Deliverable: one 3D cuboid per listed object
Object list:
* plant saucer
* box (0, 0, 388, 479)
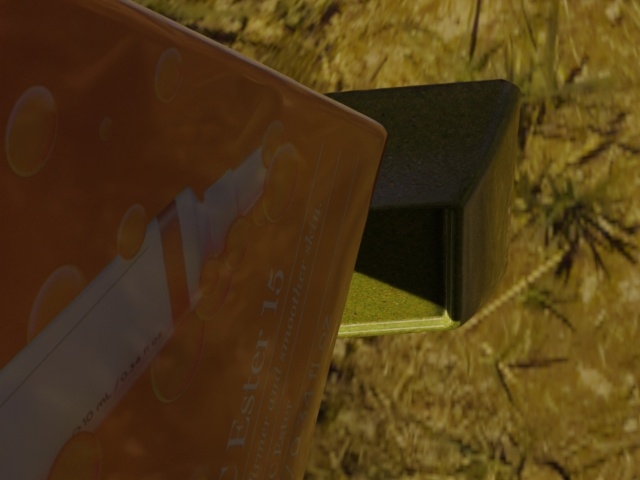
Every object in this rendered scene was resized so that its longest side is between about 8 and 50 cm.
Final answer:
[{"bbox_3d":[0.000,0.000,0.740,0.188,0.045,0.188,-4,151,2],"label":"plant saucer"},{"bbox_3d":[-0.134,0.028,0.422,0.168,0.345,0.215,14,90,23],"label":"box"}]
